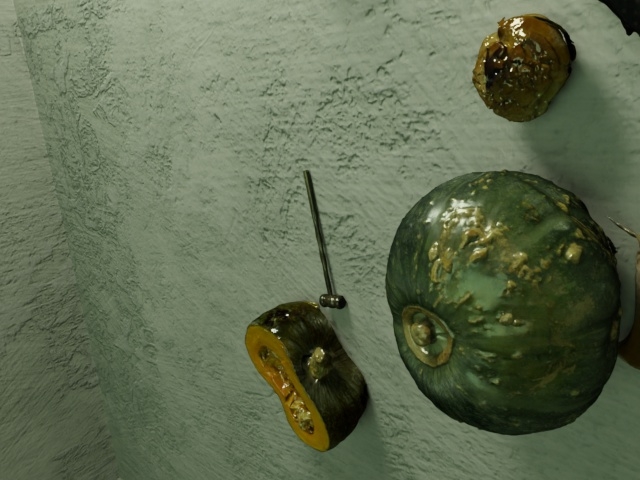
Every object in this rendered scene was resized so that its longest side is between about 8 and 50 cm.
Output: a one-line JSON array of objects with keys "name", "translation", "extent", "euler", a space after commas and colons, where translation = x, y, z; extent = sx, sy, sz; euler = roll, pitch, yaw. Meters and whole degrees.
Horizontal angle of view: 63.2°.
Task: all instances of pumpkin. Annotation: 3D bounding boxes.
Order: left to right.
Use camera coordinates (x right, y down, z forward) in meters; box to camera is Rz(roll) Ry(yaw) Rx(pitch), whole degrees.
[{"name": "pumpkin", "translation": [-0.022, 0.280, 1.115], "extent": [0.222, 0.139, 0.317], "euler": [-41, 75, 49]}, {"name": "pumpkin", "translation": [0.235, 0.073, 0.680], "extent": [0.291, 0.257, 0.328], "euler": [34, 136, 47]}]

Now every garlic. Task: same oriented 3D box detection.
[{"name": "garlic", "translation": [0.415, 0.070, 0.627], "extent": [0.128, 0.090, 0.198], "euler": [9, 118, 56]}]

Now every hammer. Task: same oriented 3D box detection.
[{"name": "hammer", "translation": [0.000, 0.000, 1.062], "extent": [0.058, 0.029, 0.292], "euler": [-2, 103, 44]}]

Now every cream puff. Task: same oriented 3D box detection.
[{"name": "cream puff", "translation": [0.252, -0.216, 0.661], "extent": [0.119, 0.104, 0.133], "euler": [21, 121, 31]}]

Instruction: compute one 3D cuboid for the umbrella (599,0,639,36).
[{"name": "umbrella", "translation": [0.390, -0.195, 0.520], "extent": [0.326, 0.094, 0.090], "euler": [46, 148, 3]}]
